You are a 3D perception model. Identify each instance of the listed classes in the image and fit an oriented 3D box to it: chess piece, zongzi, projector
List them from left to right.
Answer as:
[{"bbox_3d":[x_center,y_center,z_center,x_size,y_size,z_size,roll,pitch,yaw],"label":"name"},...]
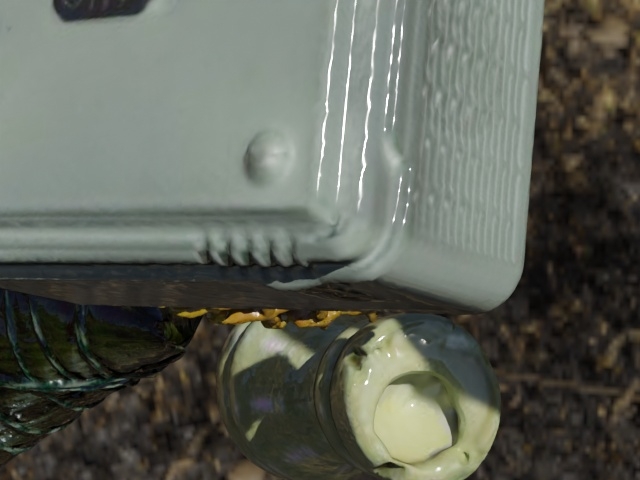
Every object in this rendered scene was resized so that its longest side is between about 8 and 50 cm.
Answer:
[{"bbox_3d":[-0.274,0.112,1.686,0.383,0.362,0.319,6,17,15],"label":"zongzi"},{"bbox_3d":[-0.031,-0.109,0.544,0.192,0.099,0.256,0,81,36],"label":"projector"},{"bbox_3d":[0.037,0.170,1.956,0.234,0.234,0.442,-22,4,-17],"label":"chess piece"}]

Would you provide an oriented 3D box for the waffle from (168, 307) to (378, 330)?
[{"bbox_3d":[0.000,0.000,1.458,0.293,0.260,0.069,5,58,-33],"label":"waffle"}]
